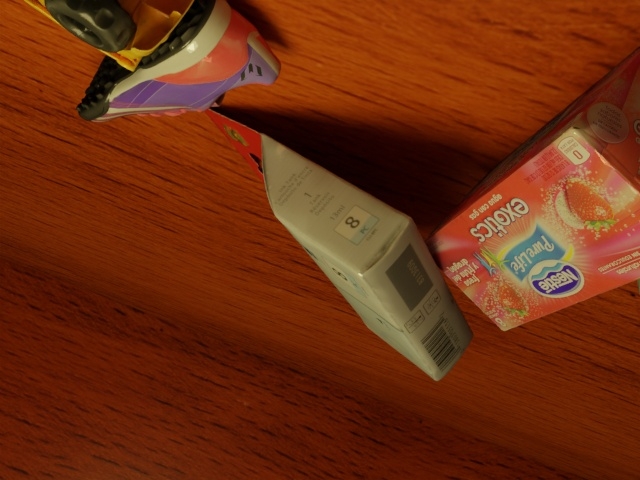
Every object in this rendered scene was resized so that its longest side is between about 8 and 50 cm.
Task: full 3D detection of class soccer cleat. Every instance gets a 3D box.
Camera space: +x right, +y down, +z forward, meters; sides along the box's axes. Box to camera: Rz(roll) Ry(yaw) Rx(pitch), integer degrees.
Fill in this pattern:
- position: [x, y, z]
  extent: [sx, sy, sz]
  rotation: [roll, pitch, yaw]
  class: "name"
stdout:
- position: [-0.182, -0.186, 0.807]
  extent: [0.116, 0.108, 0.318]
  rotation: [33, 151, -35]
  class: "soccer cleat"

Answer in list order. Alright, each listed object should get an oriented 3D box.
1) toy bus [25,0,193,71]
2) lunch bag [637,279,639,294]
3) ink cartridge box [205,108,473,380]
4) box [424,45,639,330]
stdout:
- position: [-0.231, -0.267, 0.647]
  extent: [0.220, 0.149, 0.211]
  rotation: [31, 170, -19]
  class: "toy bus"
- position: [0.473, 0.033, 0.585]
  extent: [0.305, 0.256, 0.212]
  rotation: [-23, 92, 55]
  class: "lunch bag"
- position: [0.000, 0.000, 0.904]
  extent: [0.385, 0.091, 0.308]
  rotation: [32, 168, 37]
  class: "ink cartridge box"
- position: [0.247, -0.037, 0.678]
  extent: [0.142, 0.154, 0.300]
  rotation: [45, 154, 2]
  class: "box"
